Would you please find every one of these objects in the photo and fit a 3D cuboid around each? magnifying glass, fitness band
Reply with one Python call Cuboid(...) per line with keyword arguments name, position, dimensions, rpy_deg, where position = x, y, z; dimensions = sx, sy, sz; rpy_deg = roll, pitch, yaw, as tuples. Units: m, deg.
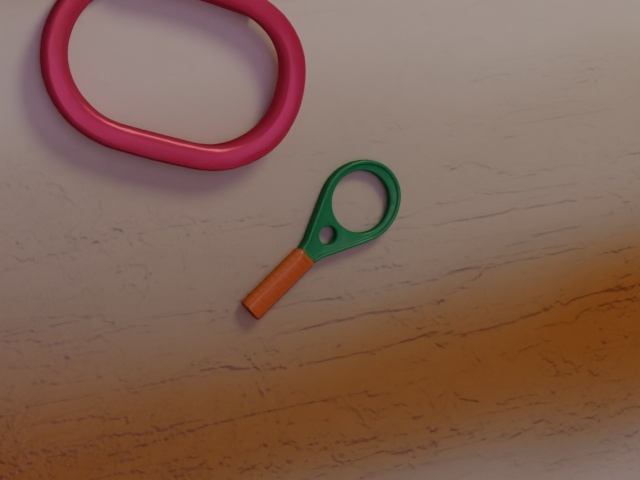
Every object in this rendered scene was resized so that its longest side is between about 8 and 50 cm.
Cuboid(name="magnifying glass", position=(0.000, 0.000, 1.799), dimensions=(0.231, 0.026, 0.092), rpy_deg=(-46, 109, -12))
Cuboid(name="fitness band", position=(-0.158, -0.189, 1.704), dimensions=(0.291, 0.054, 0.209), rpy_deg=(14, 94, -20))
